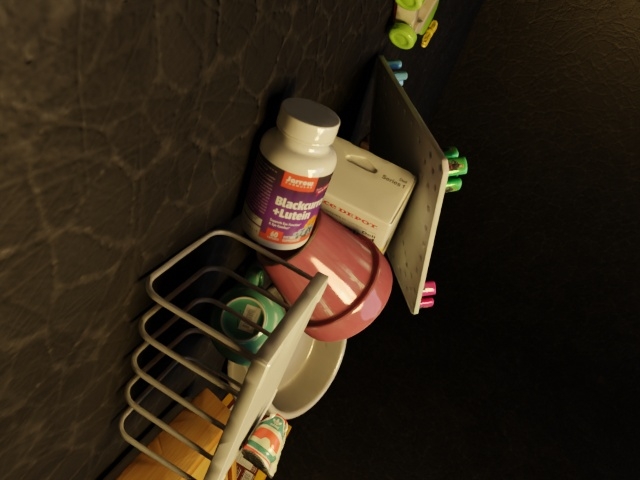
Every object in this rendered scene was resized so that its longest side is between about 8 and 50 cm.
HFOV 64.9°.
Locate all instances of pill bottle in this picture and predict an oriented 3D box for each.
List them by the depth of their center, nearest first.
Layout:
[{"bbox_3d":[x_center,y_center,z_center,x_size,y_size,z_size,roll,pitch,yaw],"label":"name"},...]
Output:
[{"bbox_3d":[-0.040,-0.091,0.697,0.108,0.108,0.194,-49,164,-53],"label":"pill bottle"}]

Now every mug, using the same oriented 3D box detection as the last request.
[{"bbox_3d":[-0.129,0.130,0.851,0.129,0.158,0.097,-26,163,-8],"label":"mug"}]

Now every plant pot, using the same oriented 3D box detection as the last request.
[{"bbox_3d":[-0.005,0.042,0.853,0.180,0.201,0.201,48,64,-37],"label":"plant pot"}]

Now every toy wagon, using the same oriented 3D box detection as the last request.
[{"bbox_3d":[0.214,-0.511,0.986,0.267,0.068,0.344,-60,171,-9],"label":"toy wagon"}]

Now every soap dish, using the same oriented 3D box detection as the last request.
[{"bbox_3d":[-0.250,0.433,0.864,0.291,0.118,0.229,-41,137,-62],"label":"soap dish"}]

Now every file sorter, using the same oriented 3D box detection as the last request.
[{"bbox_3d":[-0.139,0.157,0.675,0.193,0.173,0.278,-49,165,-57],"label":"file sorter"}]

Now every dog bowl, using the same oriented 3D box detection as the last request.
[{"bbox_3d":[-0.062,0.270,1.226,0.348,0.102,0.349,-24,122,-45],"label":"dog bowl"}]

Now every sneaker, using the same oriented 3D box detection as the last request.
[{"bbox_3d":[-0.074,0.301,0.748,0.075,0.057,0.161,-52,166,-25],"label":"sneaker"}]

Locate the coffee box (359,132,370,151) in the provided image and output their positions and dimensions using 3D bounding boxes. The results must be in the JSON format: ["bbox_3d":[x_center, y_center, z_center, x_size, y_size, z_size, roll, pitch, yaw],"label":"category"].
[{"bbox_3d":[0.160,-0.144,1.445,0.119,0.168,0.297,-51,165,-49],"label":"coffee box"}]

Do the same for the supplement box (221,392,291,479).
[{"bbox_3d":[-0.214,0.545,1.324,0.192,0.194,0.129,-66,170,23],"label":"supplement box"}]

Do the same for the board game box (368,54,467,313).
[{"bbox_3d":[0.175,-0.115,1.037,0.390,0.050,0.390,90,-11,-45],"label":"board game box"}]

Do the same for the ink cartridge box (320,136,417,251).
[{"bbox_3d":[0.051,-0.057,0.996,0.117,0.201,0.278,-59,170,-23],"label":"ink cartridge box"}]
